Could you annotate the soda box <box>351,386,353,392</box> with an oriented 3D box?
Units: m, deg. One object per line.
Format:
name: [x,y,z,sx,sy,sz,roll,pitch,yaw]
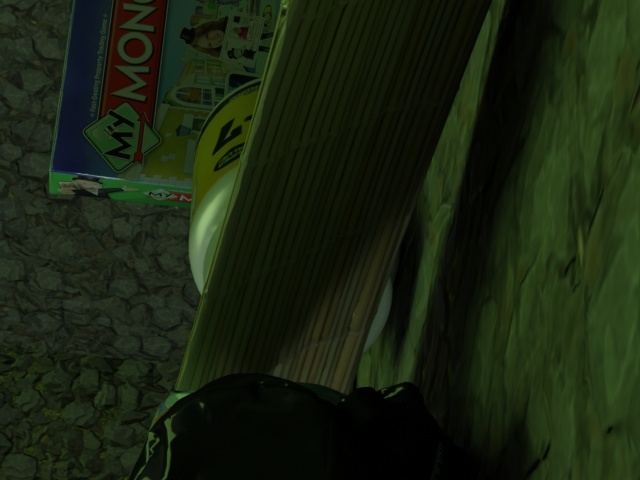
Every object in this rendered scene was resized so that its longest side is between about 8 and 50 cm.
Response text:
soda box: [-0.012,0.129,1.053,0.061,0.058,0.181,106,170,-58]

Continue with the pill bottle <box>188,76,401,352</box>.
pill bottle: [-0.016,-0.012,0.959,0.208,0.119,0.119,-98,16,-67]

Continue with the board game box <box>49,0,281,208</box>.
board game box: [-0.067,-0.174,1.192,0.046,0.213,0.317,113,162,-69]

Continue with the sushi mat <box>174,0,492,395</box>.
sushi mat: [0.000,0.000,0.727,0.151,0.019,0.317,-24,-38,-45]

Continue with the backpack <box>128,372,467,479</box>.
backpack: [-0.013,0.116,0.662,0.182,0.115,0.152,14,-87,-73]
